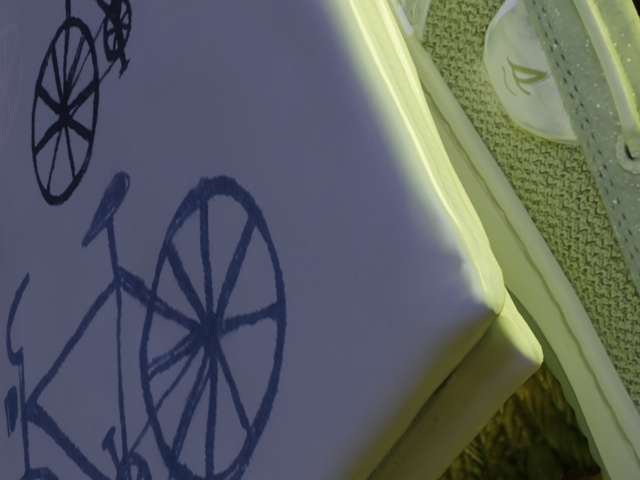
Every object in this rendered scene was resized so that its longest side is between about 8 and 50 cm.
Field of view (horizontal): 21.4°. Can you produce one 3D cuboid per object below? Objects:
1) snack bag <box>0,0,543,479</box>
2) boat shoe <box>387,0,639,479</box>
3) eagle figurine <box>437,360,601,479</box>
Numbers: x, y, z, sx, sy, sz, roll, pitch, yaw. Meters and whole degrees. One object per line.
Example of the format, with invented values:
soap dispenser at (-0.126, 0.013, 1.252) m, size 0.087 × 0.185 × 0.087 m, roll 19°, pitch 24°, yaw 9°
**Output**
snack bag at (-0.068, -0.013, 0.562) m, size 0.037 × 0.323 × 0.343 m, roll 3°, pitch 49°, yaw -29°
boat shoe at (0.127, 0.015, 0.456) m, size 0.118 × 0.320 × 0.103 m, roll -19°, pitch -23°, yaw -49°
eagle figurine at (0.066, -0.014, 0.625) m, size 0.298 × 0.225 × 0.226 m, roll -17°, pitch 46°, yaw -3°
